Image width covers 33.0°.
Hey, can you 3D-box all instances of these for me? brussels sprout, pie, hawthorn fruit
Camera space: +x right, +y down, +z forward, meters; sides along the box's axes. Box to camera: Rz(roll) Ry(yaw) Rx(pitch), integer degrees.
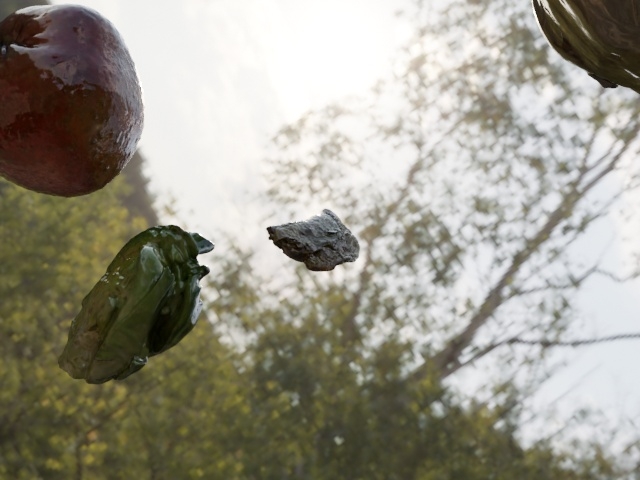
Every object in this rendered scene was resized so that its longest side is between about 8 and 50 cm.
[{"bbox_3d":[-0.185,0.066,1.077,0.100,0.181,0.139,24,9,-31],"label":"brussels sprout"},{"bbox_3d":[0.000,0.000,1.254,0.092,0.034,0.170,39,24,18],"label":"pie"},{"bbox_3d":[-0.377,-0.190,1.529,0.275,0.275,0.300,51,-11,27],"label":"hawthorn fruit"}]

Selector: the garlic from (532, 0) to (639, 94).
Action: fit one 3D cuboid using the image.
[{"bbox_3d":[0.304,-0.200,0.820,0.322,0.241,0.322,40,-17,15],"label":"garlic"}]
